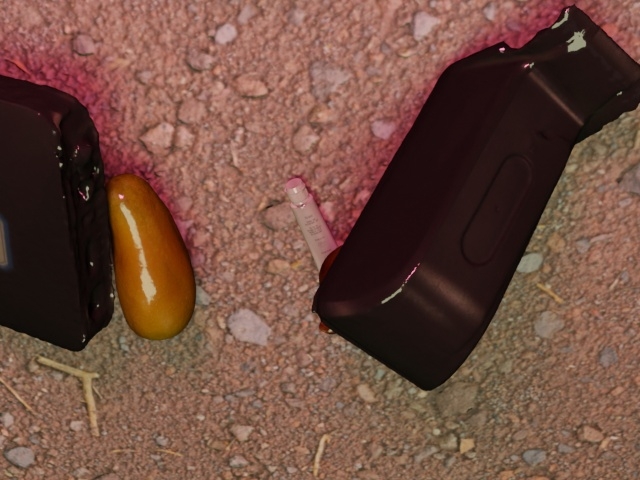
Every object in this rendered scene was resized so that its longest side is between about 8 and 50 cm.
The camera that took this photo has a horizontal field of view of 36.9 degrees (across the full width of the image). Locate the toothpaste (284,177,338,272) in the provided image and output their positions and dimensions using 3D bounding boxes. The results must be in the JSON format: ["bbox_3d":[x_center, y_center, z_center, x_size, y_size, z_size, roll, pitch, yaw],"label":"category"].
[{"bbox_3d":[0.000,0.000,1.236,0.048,0.031,0.190,-18,125,11],"label":"toothpaste"}]

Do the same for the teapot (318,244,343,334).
[{"bbox_3d":[0.105,0.062,1.191,0.252,0.178,0.135,-10,108,-31],"label":"teapot"}]

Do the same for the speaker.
[{"bbox_3d":[0.175,-0.041,1.021,0.180,0.388,0.184,35,164,-20],"label":"speaker"}]

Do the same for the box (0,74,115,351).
[{"bbox_3d":[-0.414,-0.048,1.139,0.350,0.091,0.359,17,127,16],"label":"box"}]

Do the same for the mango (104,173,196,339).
[{"bbox_3d":[-0.216,0.019,1.194,0.099,0.136,0.228,-12,116,1],"label":"mango"}]
